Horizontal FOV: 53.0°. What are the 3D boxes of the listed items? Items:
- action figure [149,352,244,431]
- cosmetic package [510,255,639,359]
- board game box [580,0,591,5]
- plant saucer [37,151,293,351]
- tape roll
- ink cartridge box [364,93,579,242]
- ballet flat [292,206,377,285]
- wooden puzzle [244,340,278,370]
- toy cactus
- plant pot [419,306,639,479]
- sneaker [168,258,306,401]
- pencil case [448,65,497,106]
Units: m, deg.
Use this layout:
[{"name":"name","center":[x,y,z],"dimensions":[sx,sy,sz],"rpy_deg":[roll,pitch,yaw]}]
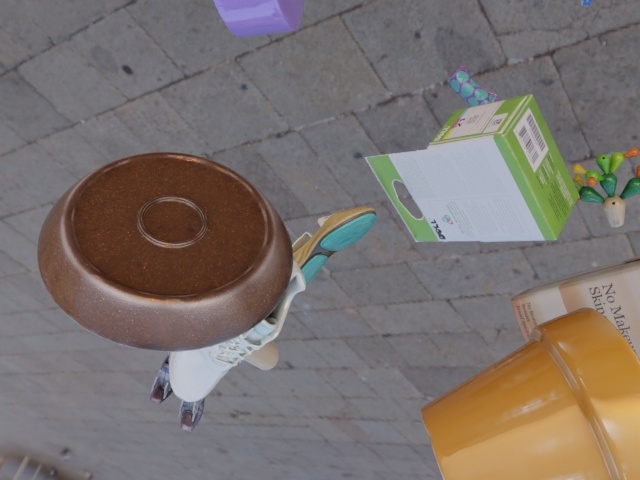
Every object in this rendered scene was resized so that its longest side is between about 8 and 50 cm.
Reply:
[{"name":"action figure","center":[-0.208,0.170,1.029],"dimensions":[0.185,0.099,0.285],"rpy_deg":[24,126,9]},{"name":"cosmetic package","center":[0.455,0.108,0.949],"dimensions":[0.296,0.129,0.153],"rpy_deg":[-28,81,50]},{"name":"board game box","center":[0.550,-0.546,1.312],"dimensions":[0.020,0.090,0.090],"rpy_deg":[1,148,2]},{"name":"plant saucer","center":[-0.098,-0.005,0.427],"dimensions":[0.168,0.168,0.029],"rpy_deg":[19,136,0]},{"name":"tape roll","center":[-0.097,-0.442,0.931],"dimensions":[0.090,0.274,0.275],"rpy_deg":[-3,142,12]},{"name":"ink cartridge box","center":[0.219,-0.095,0.959],"dimensions":[0.255,0.097,0.189],"rpy_deg":[-1,132,49]},{"name":"ballet flat","center":[0.000,0.000,1.144],"dimensions":[0.232,0.073,0.080],"rpy_deg":[-43,146,23]},{"name":"wooden puzzle","center":[-0.144,0.039,0.862],"dimensions":[0.044,0.238,0.221],"rpy_deg":[-34,139,10]},{"name":"toy cactus","center":[0.661,-0.110,1.446],"dimensions":[0.219,0.112,0.180],"rpy_deg":[-16,117,14]},{"name":"plant pot","center":[0.203,0.191,0.605],"dimensions":[0.188,0.205,0.205],"rpy_deg":[-21,138,5]},{"name":"sneaker","center":[-0.069,0.070,0.515],"dimensions":[0.054,0.152,0.061],"rpy_deg":[30,-175,-44]},{"name":"pencil case","center":[0.441,-0.429,1.851],"dimensions":[0.151,0.064,0.070],"rpy_deg":[46,115,17]}]
